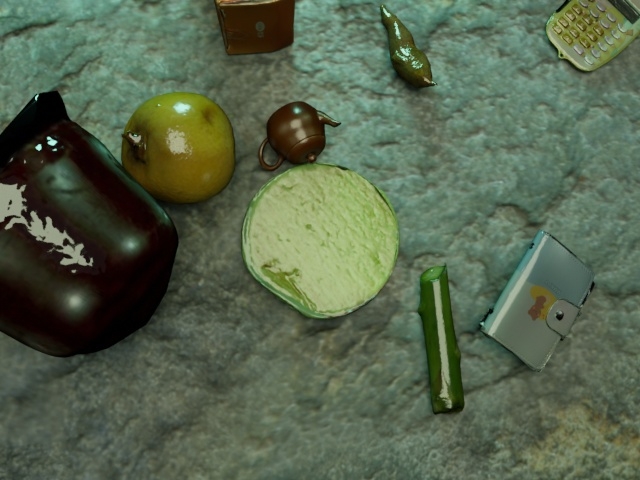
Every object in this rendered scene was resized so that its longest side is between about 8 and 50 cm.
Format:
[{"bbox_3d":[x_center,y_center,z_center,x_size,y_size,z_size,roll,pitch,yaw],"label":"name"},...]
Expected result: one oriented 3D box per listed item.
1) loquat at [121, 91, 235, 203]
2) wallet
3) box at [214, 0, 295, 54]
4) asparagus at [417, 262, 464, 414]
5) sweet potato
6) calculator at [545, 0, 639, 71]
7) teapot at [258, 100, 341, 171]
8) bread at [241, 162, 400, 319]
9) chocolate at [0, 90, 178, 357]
[{"bbox_3d":[-0.247,-0.160,1.359,0.208,0.208,0.208,1,81,-5],"label":"loquat"},{"bbox_3d":[0.407,0.114,1.445,0.170,0.069,0.231,35,83,-17],"label":"wallet"},{"bbox_3d":[-0.145,-0.542,1.418,0.143,0.225,0.341,-13,82,-5],"label":"box"},{"bbox_3d":[0.220,0.181,1.422,0.067,0.060,0.278,-8,81,4],"label":"asparagus"},{"bbox_3d":[0.162,-0.366,1.505,0.068,0.068,0.226,-23,66,-8],"label":"sweet potato"},{"bbox_3d":[0.562,-0.446,1.563,0.236,0.033,0.157,-43,88,-7],"label":"calculator"},{"bbox_3d":[-0.042,-0.186,1.428,0.173,0.116,0.116,-33,85,16],"label":"teapot"},{"bbox_3d":[0.002,-0.006,1.440,0.301,0.045,0.301,1,82,-7],"label":"bread"},{"bbox_3d":[-0.400,0.004,1.261,0.331,0.383,0.384,29,80,-10],"label":"chocolate"}]
